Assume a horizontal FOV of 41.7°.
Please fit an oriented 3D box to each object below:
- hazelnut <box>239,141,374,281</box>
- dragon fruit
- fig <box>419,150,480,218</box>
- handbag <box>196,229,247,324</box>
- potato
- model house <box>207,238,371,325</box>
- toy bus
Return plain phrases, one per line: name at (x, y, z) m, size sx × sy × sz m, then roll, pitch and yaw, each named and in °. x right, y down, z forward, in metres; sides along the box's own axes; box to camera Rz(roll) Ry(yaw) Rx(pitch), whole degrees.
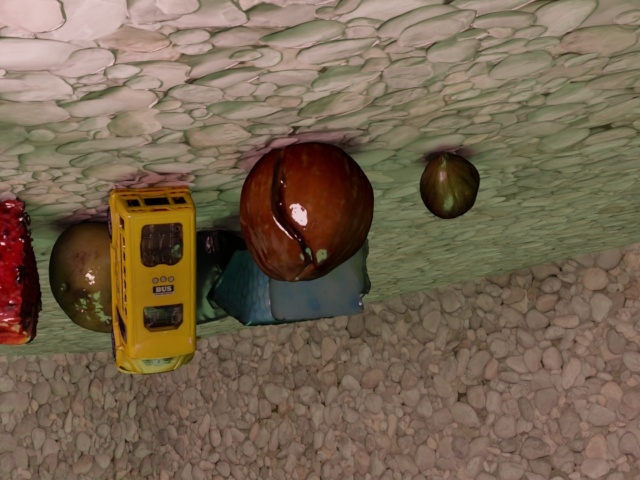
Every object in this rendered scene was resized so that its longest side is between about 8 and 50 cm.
hazelnut at (-0.017, -0.036, 1.291) m, size 0.217 × 0.218 × 0.234 m, roll -4°, pitch 166°, yaw -20°
dragon fruit at (-0.528, 0.061, 1.388) m, size 0.240 × 0.302 × 0.330 m, roll -40°, pitch 164°, yaw -5°
fig at (0.217, -0.105, 1.420) m, size 0.103 × 0.109 × 0.155 m, roll -3°, pitch 142°, yaw 13°
handbag at (-0.278, 0.098, 1.845) m, size 0.301 × 0.178 × 0.275 m, roll -11°, pitch 169°, yaw 15°
potato at (-0.388, 0.077, 1.596) m, size 0.218 × 0.203 × 0.351 m, roll -5°, pitch 171°, yaw -5°
model house at (-0.070, 0.057, 1.688) m, size 0.261 × 0.226 × 0.241 m, roll 0°, pitch 169°, yaw -40°
toy bus at (-0.272, 0.084, 1.385) m, size 0.145 × 0.331 × 0.151 m, roll -5°, pitch -158°, yaw -20°
